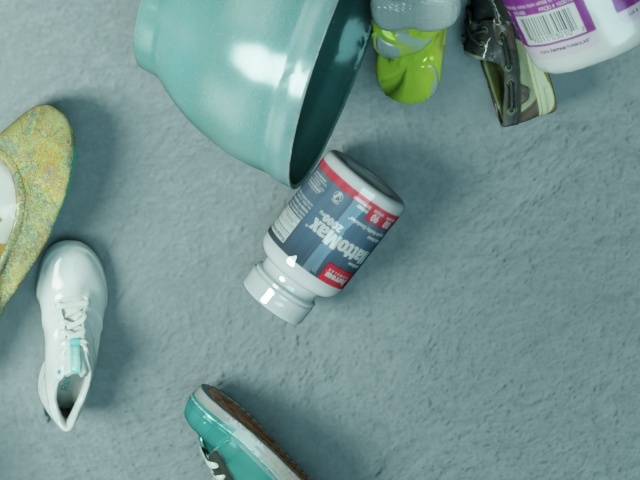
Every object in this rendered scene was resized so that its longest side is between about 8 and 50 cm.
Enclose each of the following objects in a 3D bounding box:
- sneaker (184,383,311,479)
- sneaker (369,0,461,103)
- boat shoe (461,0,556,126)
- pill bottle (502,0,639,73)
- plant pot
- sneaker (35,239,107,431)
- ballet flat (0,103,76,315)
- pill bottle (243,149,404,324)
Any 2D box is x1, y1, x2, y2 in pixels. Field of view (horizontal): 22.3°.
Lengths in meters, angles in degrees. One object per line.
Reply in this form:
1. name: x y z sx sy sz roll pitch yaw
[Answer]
1. sneaker: -0.079 0.299 1.908 0.121 0.108 0.302 -40 117 -1
2. sneaker: 0.097 -0.255 1.686 0.091 0.126 0.240 9 148 -1
3. boat shoe: 0.192 -0.219 1.777 0.073 0.080 0.224 -31 121 -6
4. pill bottle: 0.231 -0.335 1.635 0.169 0.169 0.302 -28 107 -2
5. plant pot: -0.065 -0.222 1.621 0.196 0.293 0.293 21 107 6
6. sneaker: -0.271 0.108 1.786 0.080 0.094 0.212 -1 112 -13
7. ballet flat: -0.366 0.015 1.700 0.123 0.123 0.349 22 108 -22
8. pill bottle: 0.000 0.000 1.804 0.108 0.108 0.180 33 101 -24
